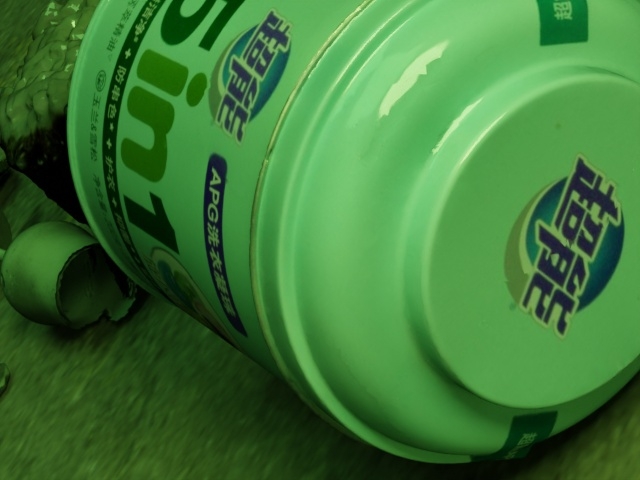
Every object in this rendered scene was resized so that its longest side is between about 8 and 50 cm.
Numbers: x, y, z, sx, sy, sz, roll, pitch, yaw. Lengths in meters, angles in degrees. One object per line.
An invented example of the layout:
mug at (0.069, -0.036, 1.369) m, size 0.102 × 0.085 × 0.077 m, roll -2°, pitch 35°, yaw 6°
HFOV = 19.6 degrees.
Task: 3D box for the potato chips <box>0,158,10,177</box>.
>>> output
potato chips at (-0.351, -0.005, 1.580) m, size 0.209 × 0.026 × 0.142 m, roll -20°, pitch 40°, yaw 24°

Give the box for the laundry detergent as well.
laundry detergent at (0.047, -0.042, 1.044) m, size 0.287 × 0.287 × 0.305 m, roll -45°, pitch 35°, yaw -11°

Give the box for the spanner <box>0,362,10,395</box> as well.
spanner at (-0.312, 0.185, 1.333) m, size 0.054 × 0.015 × 0.254 m, roll 12°, pitch 57°, yaw 50°

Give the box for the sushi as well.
sushi at (-0.104, -0.148, 1.401) m, size 0.196 × 0.182 × 0.343 m, roll -7°, pitch 44°, yaw 43°

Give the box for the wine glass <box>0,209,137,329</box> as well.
wine glass at (-0.218, 0.018, 1.387) m, size 0.195 × 0.079 × 0.079 m, roll 16°, pitch 60°, yaw 50°
